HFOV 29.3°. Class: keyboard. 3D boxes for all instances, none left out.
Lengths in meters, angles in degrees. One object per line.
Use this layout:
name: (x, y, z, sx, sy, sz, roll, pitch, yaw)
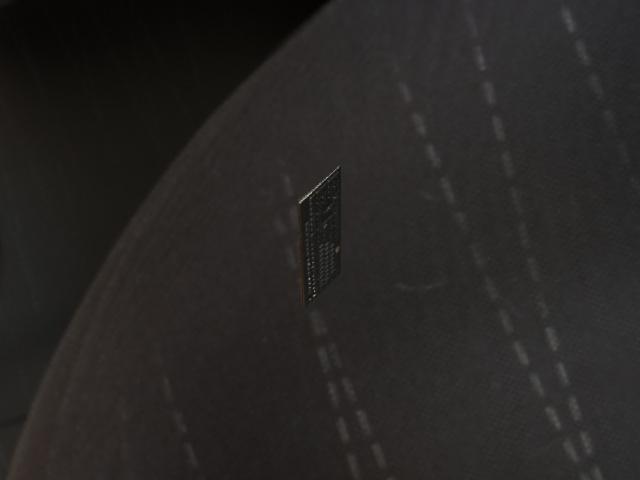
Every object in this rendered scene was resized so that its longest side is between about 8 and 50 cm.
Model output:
keyboard: (0.000, 0.000, 1.250, 0.010, 0.063, 0.198, 38, 155, 22)
